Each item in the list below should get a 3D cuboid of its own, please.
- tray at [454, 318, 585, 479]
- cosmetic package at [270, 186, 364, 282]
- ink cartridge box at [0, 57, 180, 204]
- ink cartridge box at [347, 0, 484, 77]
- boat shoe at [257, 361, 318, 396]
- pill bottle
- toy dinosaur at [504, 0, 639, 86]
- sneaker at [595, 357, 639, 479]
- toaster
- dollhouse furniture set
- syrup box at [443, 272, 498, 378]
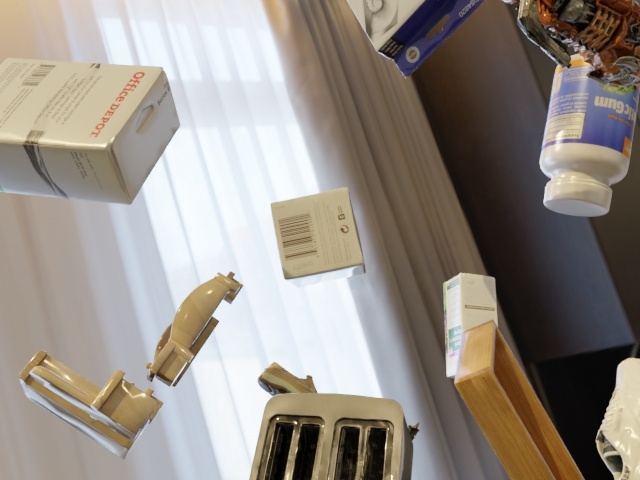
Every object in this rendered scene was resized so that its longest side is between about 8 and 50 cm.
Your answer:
[{"bbox_3d":[0.378,0.369,1.205,0.076,0.410,0.203,-27,9,22],"label":"tray"},{"bbox_3d":[0.000,0.000,1.286,0.152,0.151,0.183,-12,-9,4],"label":"cosmetic package"},{"bbox_3d":[-0.398,-0.176,1.036,0.289,0.211,0.121,7,-41,14],"label":"ink cartridge box"},{"bbox_3d":[0.164,-0.454,1.207,0.045,0.224,0.223,-9,-26,-48],"label":"ink cartridge box"},{"bbox_3d":[-0.035,0.305,1.344,0.072,0.190,0.068,-50,-20,-33],"label":"boat shoe"},{"bbox_3d":[0.486,-0.188,1.200,0.152,0.271,0.152,12,-10,2],"label":"pill bottle"},{"bbox_3d":[0.246,-0.306,0.677,0.164,0.322,0.218,9,59,51],"label":"toy dinosaur"},{"bbox_3d":[0.463,0.276,0.989,0.095,0.235,0.090,1,-45,13],"label":"sneaker"},{"bbox_3d":[0.018,0.260,0.730,0.168,0.185,0.110,0,-41,13],"label":"toaster"},{"bbox_3d":[-0.249,0.110,0.969,0.355,0.174,0.303,-58,3,-31],"label":"dollhouse furniture set"},{"bbox_3d":[0.357,0.206,1.564,0.096,0.236,0.093,8,-21,-14],"label":"syrup box"}]
